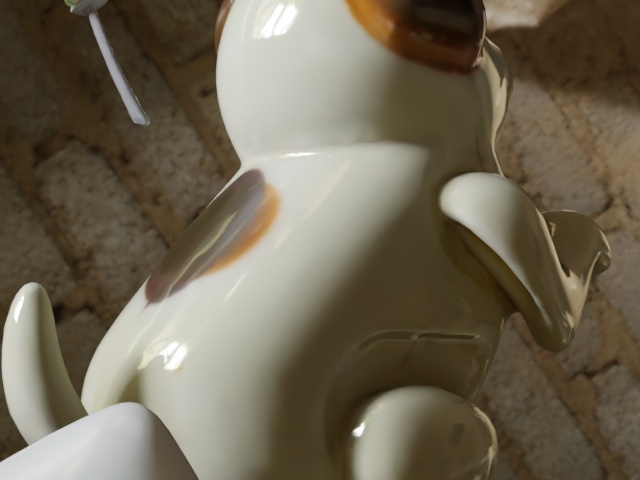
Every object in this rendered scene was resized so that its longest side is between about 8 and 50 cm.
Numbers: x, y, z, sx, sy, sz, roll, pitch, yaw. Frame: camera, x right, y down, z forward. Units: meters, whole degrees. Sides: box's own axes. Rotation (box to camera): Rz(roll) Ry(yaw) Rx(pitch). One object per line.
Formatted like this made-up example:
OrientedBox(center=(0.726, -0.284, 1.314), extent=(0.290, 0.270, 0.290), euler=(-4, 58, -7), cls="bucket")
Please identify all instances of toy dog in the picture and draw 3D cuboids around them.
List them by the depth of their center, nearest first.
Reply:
OrientedBox(center=(0.000, 0.000, 0.823), extent=(0.395, 0.408, 0.284), euler=(17, 167, -23), cls="toy dog")

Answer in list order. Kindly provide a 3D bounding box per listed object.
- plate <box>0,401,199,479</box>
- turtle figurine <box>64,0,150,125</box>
OrientedBox(center=(-0.109, 0.213, 0.372), extent=(0.278, 0.277, 0.045), euler=(56, 156, 20), cls="plate")
OrientedBox(center=(-0.132, -0.211, 0.992), extent=(0.266, 0.198, 0.275), euler=(27, 142, 52), cls="turtle figurine")
